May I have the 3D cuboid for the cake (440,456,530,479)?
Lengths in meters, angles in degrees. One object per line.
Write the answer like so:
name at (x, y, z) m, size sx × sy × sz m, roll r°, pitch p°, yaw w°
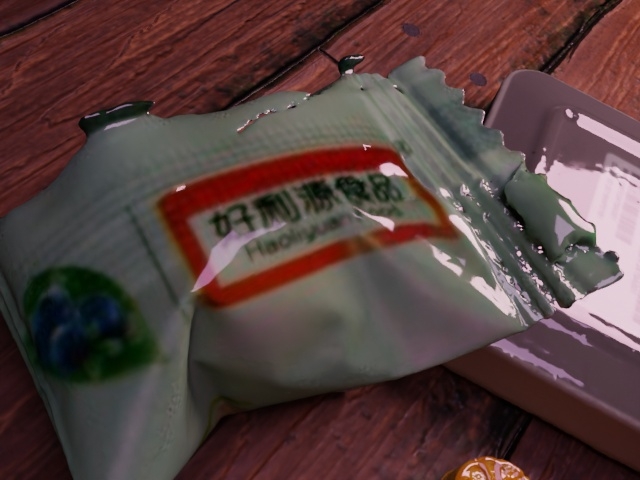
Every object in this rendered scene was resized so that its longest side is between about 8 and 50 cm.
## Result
cake at (0.127, 0.207, 0.580) m, size 0.084 × 0.044 × 0.084 m, roll 10°, pitch 54°, yaw -14°

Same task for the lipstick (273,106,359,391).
lipstick at (0.000, 0.000, 0.658) m, size 0.078 × 0.079 × 0.252 m, roll 1°, pitch 61°, yaw -12°

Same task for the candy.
candy at (-0.027, 0.014, 0.541) m, size 0.398 × 0.172 × 0.262 m, roll -24°, pitch 69°, yaw -13°

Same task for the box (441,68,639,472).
box at (0.297, 0.025, 0.734) m, size 0.373 × 0.090 × 0.367 m, roll 27°, pitch 53°, yaw 2°
